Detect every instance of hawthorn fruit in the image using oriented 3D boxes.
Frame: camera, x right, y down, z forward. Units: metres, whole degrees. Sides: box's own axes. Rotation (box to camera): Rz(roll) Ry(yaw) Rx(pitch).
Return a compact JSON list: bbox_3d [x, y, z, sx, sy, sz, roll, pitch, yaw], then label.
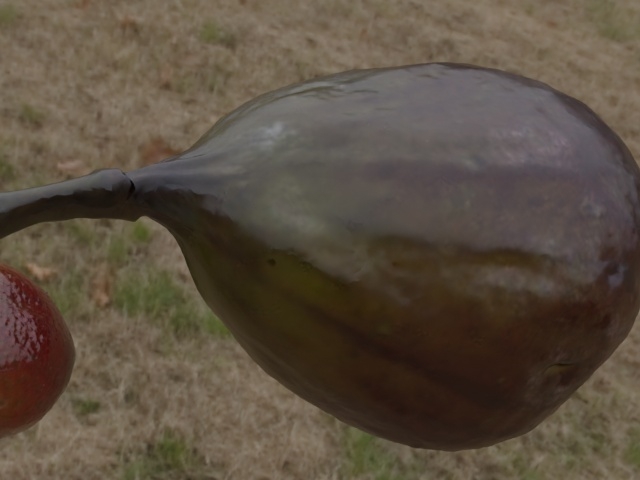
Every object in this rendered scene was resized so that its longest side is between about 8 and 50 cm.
[{"bbox_3d":[-0.299,0.105,0.840,0.188,0.169,0.169,46,7,-45],"label":"hawthorn fruit"}]

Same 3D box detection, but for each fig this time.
[{"bbox_3d":[-0.001,-0.001,0.379,0.274,0.170,0.145,9,40,-28],"label":"fig"}]
